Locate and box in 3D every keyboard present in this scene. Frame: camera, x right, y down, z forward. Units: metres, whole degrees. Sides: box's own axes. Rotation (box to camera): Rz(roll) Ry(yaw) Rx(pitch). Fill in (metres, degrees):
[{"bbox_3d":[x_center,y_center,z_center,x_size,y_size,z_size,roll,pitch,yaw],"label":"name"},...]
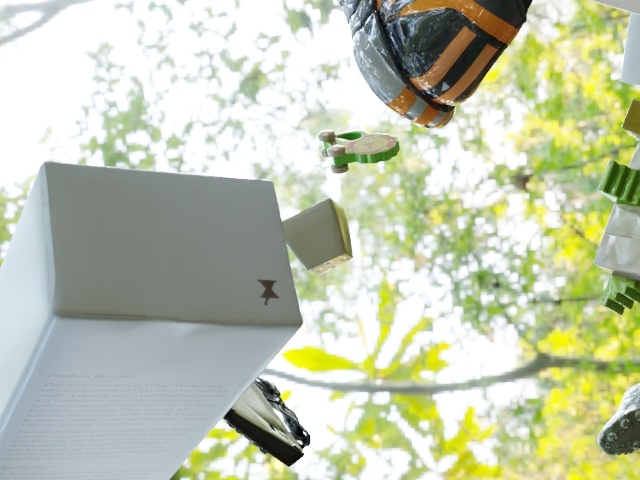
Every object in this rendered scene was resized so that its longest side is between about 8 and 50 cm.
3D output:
[{"bbox_3d":[-0.097,0.180,1.363,0.201,0.317,0.033,36,-86,-30],"label":"keyboard"}]

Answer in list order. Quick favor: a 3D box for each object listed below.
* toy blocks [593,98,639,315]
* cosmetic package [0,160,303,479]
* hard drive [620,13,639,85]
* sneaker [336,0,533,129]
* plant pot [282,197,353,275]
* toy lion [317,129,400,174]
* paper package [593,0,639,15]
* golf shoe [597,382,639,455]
[{"bbox_3d":[0.556,-0.061,1.580,0.190,0.261,0.382,27,-98,-39],"label":"toy blocks"},{"bbox_3d":[-0.218,0.117,1.155,0.230,0.453,0.162,4,-123,-27],"label":"cosmetic package"},{"bbox_3d":[0.599,-0.380,1.798,0.040,0.203,0.308,-52,-31,-49],"label":"hard drive"},{"bbox_3d":[0.092,-0.249,0.917,0.124,0.180,0.321,17,-142,-40],"label":"sneaker"},{"bbox_3d":[0.000,0.000,1.974,0.096,0.109,0.109,66,-170,14],"label":"plant pot"},{"bbox_3d":[0.052,-0.121,1.472,0.100,0.096,0.034,-118,16,-63],"label":"toy lion"},{"bbox_3d":[0.354,-0.439,1.393,0.325,0.309,0.168,69,-137,-74],"label":"paper package"},{"bbox_3d":[0.491,0.267,1.762,0.069,0.176,0.086,61,168,-18],"label":"golf shoe"}]
